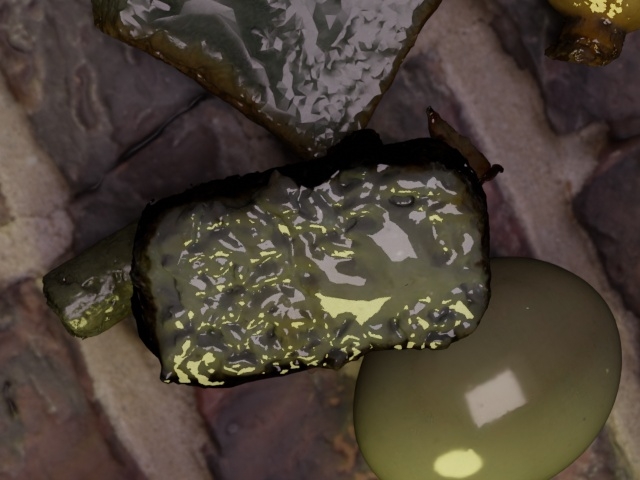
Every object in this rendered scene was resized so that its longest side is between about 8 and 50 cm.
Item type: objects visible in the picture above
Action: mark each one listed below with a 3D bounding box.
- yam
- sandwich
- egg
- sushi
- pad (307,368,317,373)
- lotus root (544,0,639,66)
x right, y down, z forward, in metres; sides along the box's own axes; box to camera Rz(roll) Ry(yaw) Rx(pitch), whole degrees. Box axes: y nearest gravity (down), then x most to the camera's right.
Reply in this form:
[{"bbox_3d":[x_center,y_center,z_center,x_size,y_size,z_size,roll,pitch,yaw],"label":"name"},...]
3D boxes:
[{"bbox_3d":[-0.169,0.022,1.689,0.179,0.078,0.078,-32,103,-9],"label":"yam"},{"bbox_3d":[-0.055,-0.251,1.643,0.325,0.131,0.262,33,92,-14],"label":"sandwich"},{"bbox_3d":[0.154,0.130,1.700,0.269,0.219,0.219,-28,103,-18],"label":"egg"},{"bbox_3d":[0.000,0.000,1.570,0.343,0.182,0.196,-13,117,-1],"label":"sushi"},{"bbox_3d":[-0.019,0.036,1.723,0.113,0.006,0.188,-44,125,-4],"label":"pad"},{"bbox_3d":[0.281,-0.307,1.707,0.146,0.131,0.303,16,94,9],"label":"lotus root"}]
